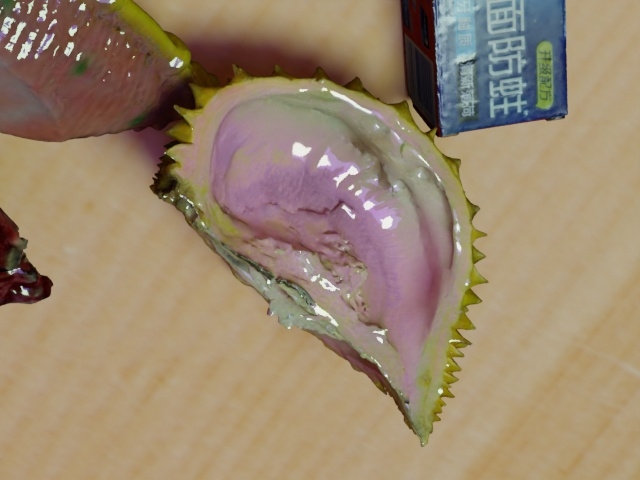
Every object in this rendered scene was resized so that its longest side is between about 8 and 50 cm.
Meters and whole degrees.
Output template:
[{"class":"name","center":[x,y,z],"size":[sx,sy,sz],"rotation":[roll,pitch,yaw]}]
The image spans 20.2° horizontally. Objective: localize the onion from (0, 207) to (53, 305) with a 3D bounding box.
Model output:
[{"class":"onion","center":[-0.269,-0.019,0.876],"size":[0.284,0.120,0.227],"rotation":[9,134,-11]}]

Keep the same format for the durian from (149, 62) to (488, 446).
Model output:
[{"class":"durian","center":[0.002,0.000,0.949],"size":[0.182,0.132,0.165],"rotation":[19,121,3]}]

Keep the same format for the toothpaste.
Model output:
[{"class":"toothpaste","center":[0.079,-0.214,0.924],"size":[0.076,0.066,0.320],"rotation":[-10,117,-10]}]

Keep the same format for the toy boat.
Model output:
[{"class":"toy boat","center":[-0.184,-0.122,0.882],"size":[0.318,0.099,0.141],"rotation":[30,144,-25]}]
